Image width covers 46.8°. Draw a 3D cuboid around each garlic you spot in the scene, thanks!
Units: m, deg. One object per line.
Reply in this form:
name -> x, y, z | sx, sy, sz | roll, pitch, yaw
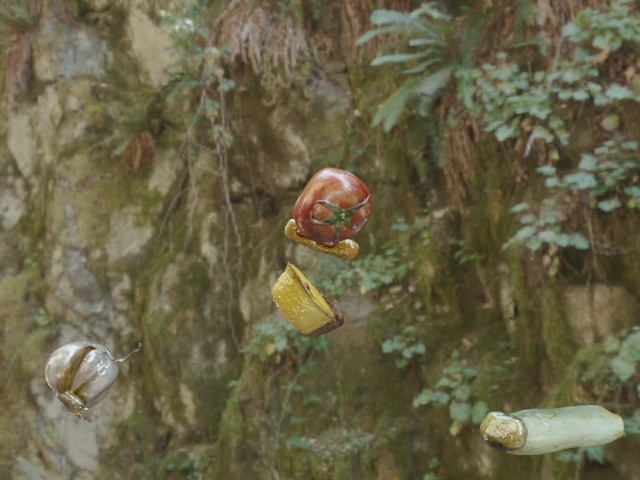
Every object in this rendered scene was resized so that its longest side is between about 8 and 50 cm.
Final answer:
garlic -> -0.556, 0.344, 1.820 | 0.256, 0.207, 0.207 | -8, -11, 13

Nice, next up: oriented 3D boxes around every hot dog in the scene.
hot dog -> 0.000, 0.000, 2.021 | 0.215, 0.066, 0.047 | 22, -3, 10

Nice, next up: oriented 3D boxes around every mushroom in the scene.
mushroom -> 0.437, 0.356, 1.392 | 0.312, 0.081, 0.100 | 4, 13, -30

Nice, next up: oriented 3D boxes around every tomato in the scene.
tomato -> 0.027, -0.075, 1.541 | 0.167, 0.167, 0.167 | -5, -11, -1

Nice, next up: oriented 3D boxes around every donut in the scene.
donut -> -0.022, 0.195, 1.979 | 0.112, 0.151, 0.295 | -38, -38, 9
